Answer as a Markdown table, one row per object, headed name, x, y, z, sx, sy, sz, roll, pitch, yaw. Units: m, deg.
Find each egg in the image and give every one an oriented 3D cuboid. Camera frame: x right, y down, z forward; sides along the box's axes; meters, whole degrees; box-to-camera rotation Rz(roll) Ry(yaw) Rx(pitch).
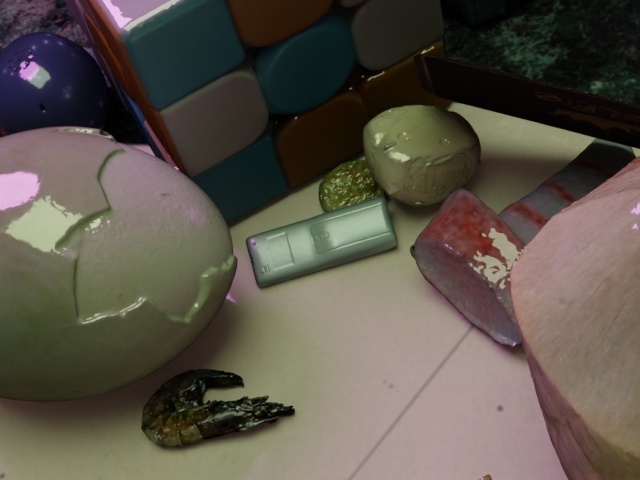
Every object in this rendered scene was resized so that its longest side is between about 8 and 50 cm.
| name | x | y | z | sx | sy | sz | roll | pitch | yaw |
| --- | --- | --- | --- | --- | --- | --- | --- | --- | --- |
| egg | -0.252 | 0.022 | 1.353 | 0.336 | 0.278 | 0.278 | -9 | 54 | 5 |

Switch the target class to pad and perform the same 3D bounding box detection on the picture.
| name | x | y | z | sx | sy | sz | roll | pitch | yaw |
| --- | --- | --- | --- | --- | --- | --- | --- | --- | --- |
| pad | 0.265 | -0.097 | 1.281 | 0.375 | 0.315 | 0.063 | 15 | 87 | 9 |

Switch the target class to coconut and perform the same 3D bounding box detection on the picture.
| name | x | y | z | sx | sy | sz | roll | pitch | yaw |
| --- | --- | --- | --- | --- | --- | --- | --- | --- | --- |
| coconut | 0.355 | 0.063 | 1.087 | 0.345 | 0.415 | 0.415 | 29 | 67 | 31 |

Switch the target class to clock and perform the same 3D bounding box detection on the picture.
| name | x | y | z | sx | sy | sz | roll | pitch | yaw |
| --- | --- | --- | --- | --- | --- | --- | --- | --- | --- |
| clock | -0.365 | -0.141 | 1.585 | 0.243 | 0.146 | 0.199 | -36 | 50 | -3 |

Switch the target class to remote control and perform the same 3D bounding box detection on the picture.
| name | x | y | z | sx | sy | sz | roll | pitch | yaw |
| --- | --- | --- | --- | --- | --- | --- | --- | --- | --- |
| remote control | 0.000 | 0.000 | 1.449 | 0.162 | 0.029 | 0.061 | -17 | 71 | 3 |

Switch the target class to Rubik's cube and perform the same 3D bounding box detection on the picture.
| name | x | y | z | sx | sy | sz | roll | pitch | yaw |
| --- | --- | --- | --- | --- | --- | --- | --- | --- | --- |
| Rubik's cube | -0.091 | -0.285 | 1.488 | 0.347 | 0.344 | 0.347 | -29 | 55 | -10 |

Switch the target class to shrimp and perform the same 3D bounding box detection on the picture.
| name | x | y | z | sx | sy | sz | roll | pitch | yaw |
| --- | --- | --- | --- | --- | --- | --- | --- | --- | --- |
| shrimp | -0.107 | 0.166 | 1.365 | 0.161 | 0.034 | 0.091 | -7 | 53 | 10 |

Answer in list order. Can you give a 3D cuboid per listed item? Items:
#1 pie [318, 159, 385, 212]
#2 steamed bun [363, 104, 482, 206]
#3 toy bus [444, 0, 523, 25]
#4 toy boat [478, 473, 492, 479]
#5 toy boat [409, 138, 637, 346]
| name | x | y | z | sx | sy | sz | roll | pitch | yaw |
| --- | --- | --- | --- | --- | --- | --- | --- | --- | --- |
| pie | 0.038 | -0.057 | 1.494 | 0.084 | 0.021 | 0.084 | -8 | 57 | 12 |
| steamed bun | 0.107 | -0.092 | 1.453 | 0.130 | 0.091 | 0.112 | -15 | 50 | -24 |
| toy bus | 0.158 | -0.426 | 1.639 | 0.194 | 0.162 | 0.323 | -34 | 53 | -10 |
| toy boat | 0.218 | 0.332 | 1.130 | 0.115 | 0.089 | 0.310 | -32 | 54 | -12 |
| toy boat | 0.252 | -0.017 | 1.387 | 0.282 | 0.096 | 0.206 | -36 | 60 | -27 |
